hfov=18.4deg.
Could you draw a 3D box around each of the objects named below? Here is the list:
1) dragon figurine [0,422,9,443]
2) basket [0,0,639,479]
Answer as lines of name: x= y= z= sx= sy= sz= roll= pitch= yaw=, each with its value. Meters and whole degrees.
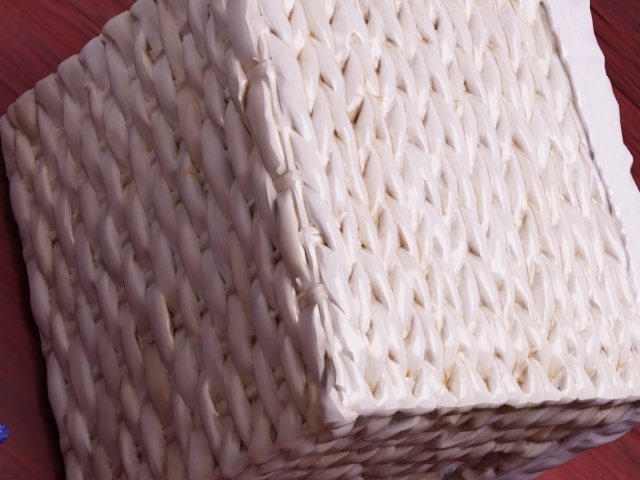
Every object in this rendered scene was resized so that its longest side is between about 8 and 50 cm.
dragon figurine: x=-0.301 y=0.137 z=1.048 sx=0.289 sy=0.144 sz=0.085 roll=5 pitch=65 yaw=-38
basket: x=0.000 y=0.000 z=1.244 sx=0.266 sy=0.328 sz=0.331 roll=1 pitch=68 yaw=-37
